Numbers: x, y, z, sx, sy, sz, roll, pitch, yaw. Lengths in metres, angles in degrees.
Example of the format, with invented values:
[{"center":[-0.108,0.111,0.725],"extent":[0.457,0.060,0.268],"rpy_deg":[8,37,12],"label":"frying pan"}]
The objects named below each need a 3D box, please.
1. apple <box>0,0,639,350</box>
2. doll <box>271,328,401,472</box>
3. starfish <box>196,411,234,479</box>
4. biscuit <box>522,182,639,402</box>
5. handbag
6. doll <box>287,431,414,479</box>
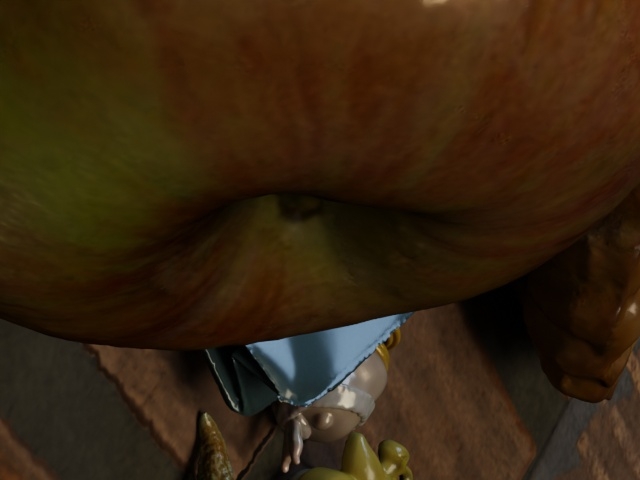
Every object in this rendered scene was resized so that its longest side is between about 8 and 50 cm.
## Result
[{"center":[-0.037,-0.139,0.667],"extent":[0.400,0.400,0.334],"rpy_deg":[14,58,-53],"label":"apple"},{"center":[-0.001,0.091,1.042],"extent":[0.084,0.073,0.127],"rpy_deg":[48,53,-17],"label":"doll"},{"center":[-0.054,0.208,0.957],"extent":[0.223,0.050,0.217],"rpy_deg":[-2,61,-32],"label":"starfish"},{"center":[0.239,-0.034,1.221],"extent":[0.326,0.107,0.326],"rpy_deg":[-57,161,-33],"label":"biscuit"},{"center":[0.000,0.000,0.996],"extent":[0.221,0.057,0.144],"rpy_deg":[-38,102,-39],"label":"handbag"},{"center":[-0.033,0.238,1.023],"extent":[0.291,0.086,0.117],"rpy_deg":[-44,126,-33],"label":"doll"}]
